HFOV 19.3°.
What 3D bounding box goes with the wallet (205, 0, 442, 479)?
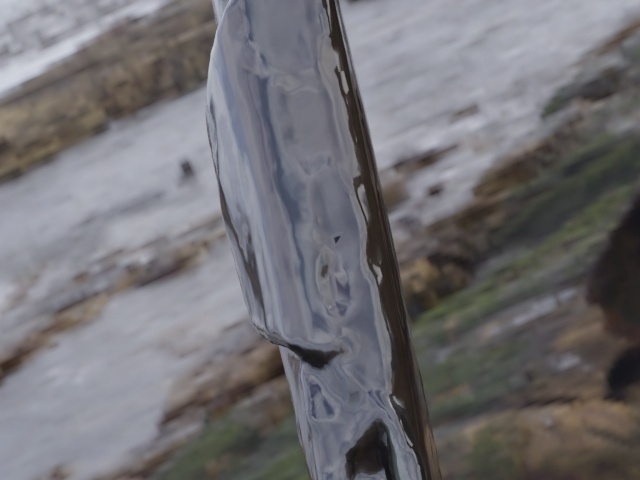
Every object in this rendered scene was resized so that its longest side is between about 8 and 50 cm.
[{"bbox_3d":[0.000,0.000,0.510,0.042,0.309,0.165,-13,-12,4],"label":"wallet"}]
